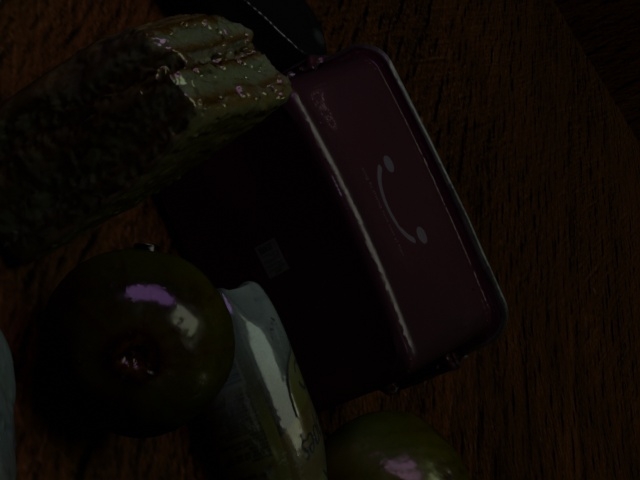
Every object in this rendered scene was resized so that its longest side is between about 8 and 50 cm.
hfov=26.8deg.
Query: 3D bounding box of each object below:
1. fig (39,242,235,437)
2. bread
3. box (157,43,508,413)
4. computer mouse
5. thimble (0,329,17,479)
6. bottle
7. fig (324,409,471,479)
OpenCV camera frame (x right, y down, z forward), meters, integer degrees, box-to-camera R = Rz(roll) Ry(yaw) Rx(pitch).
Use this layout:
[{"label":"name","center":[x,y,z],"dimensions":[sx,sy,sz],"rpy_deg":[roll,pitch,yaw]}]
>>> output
[{"label":"fig","center":[-0.127,0.050,0.911],"dimensions":[0.124,0.124,0.236],"rpy_deg":[56,0,-17]},{"label":"bread","center":[-0.130,-0.078,0.886],"dimensions":[0.102,0.196,0.138],"rpy_deg":[58,28,-5]},{"label":"box","center":[0.000,0.000,1.101],"dimensions":[0.167,0.193,0.294],"rpy_deg":[-24,88,-58]},{"label":"computer mouse","center":[-0.084,-0.229,1.292],"dimensions":[0.217,0.073,0.122],"rpy_deg":[40,30,-31]},{"label":"thimble","center":[-0.225,0.099,0.518],"dimensions":[0.211,0.185,0.149],"rpy_deg":[19,47,-37]},{"label":"bottle","center":[-0.032,0.165,0.981],"dimensions":[0.083,0.083,0.270],"rpy_deg":[-4,71,-65]},{"label":"fig","center":[0.065,0.207,1.088],"dimensions":[0.153,0.121,0.136],"rpy_deg":[44,-15,1]}]
